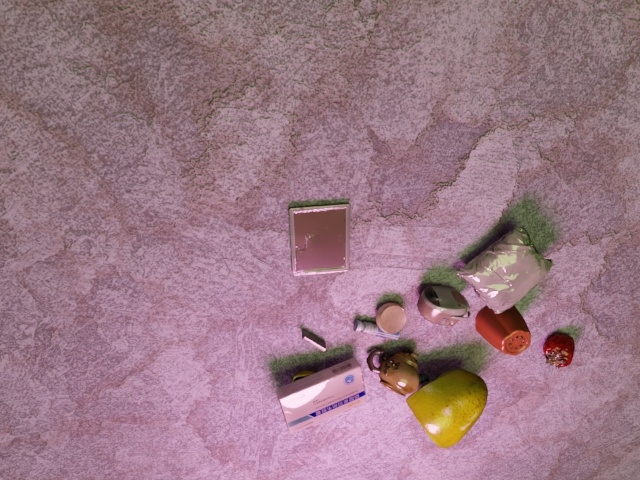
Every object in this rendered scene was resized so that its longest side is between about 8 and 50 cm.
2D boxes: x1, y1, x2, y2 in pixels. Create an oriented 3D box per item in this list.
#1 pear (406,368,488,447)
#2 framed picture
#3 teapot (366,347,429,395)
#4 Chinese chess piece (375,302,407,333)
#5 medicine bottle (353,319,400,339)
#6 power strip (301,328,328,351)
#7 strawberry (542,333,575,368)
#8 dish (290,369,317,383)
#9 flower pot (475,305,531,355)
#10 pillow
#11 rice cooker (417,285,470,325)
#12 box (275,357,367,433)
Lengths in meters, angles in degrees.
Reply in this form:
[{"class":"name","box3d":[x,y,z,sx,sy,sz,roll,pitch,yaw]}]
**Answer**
[{"class":"pear","box3d":[0.561,0.686,1.862,0.318,0.238,0.342,-40,143,5]},{"class":"framed picture","box3d":[0.000,0.000,1.585,0.217,0.016,0.273,-4,117,-9]},{"class":"teapot","box3d":[0.324,0.526,1.839,0.270,0.173,0.182,31,72,2]},{"class":"Chinese chess piece","box3d":[0.277,0.304,1.745,0.122,0.051,0.121,-1,95,-16]},{"class":"medicine bottle","box3d":[0.227,0.358,1.783,0.191,0.051,0.051,16,112,-16]},{"class":"power strip","box3d":[-0.021,0.399,1.759,0.136,0.050,0.019,36,109,-24]},{"class":"strawberry","box3d":[1.051,0.479,1.964,0.131,0.148,0.131,21,138,21]},{"class":"dish","box3d":[-0.057,0.595,1.831,0.149,0.080,0.207,-36,121,-2]},{"class":"flower pot","box3d":[0.753,0.368,1.815,0.191,0.173,0.190,-3,118,-6]},{"class":"pillow","box3d":[0.709,0.110,1.697,0.283,0.138,0.310,38,107,-23]},{"class":"rice cooker","box3d":[0.475,0.255,1.726,0.207,0.145,0.127,16,124,-20]},{"class":"box","box3d":[0.010,0.622,1.785,0.344,0.065,0.200,-19,117,-13]}]
